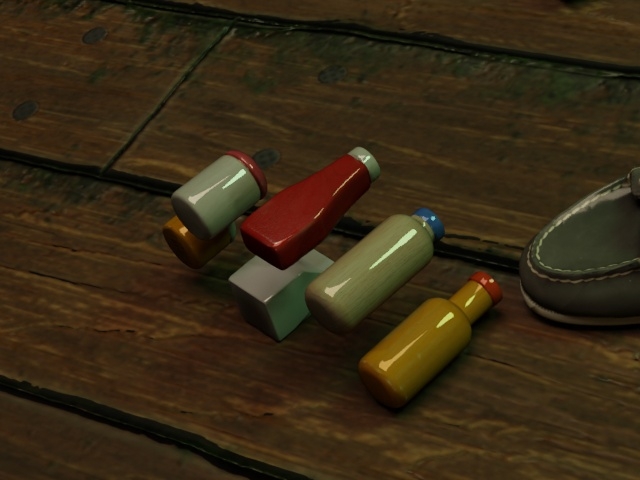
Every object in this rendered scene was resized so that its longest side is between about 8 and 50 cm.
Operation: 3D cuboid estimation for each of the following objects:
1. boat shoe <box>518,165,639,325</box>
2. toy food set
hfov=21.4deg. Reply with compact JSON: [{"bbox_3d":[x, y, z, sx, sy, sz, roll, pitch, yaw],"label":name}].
[{"bbox_3d":[0.279,-0.032,1.030,0.335,0.095,0.112,-11,42,12],"label":"boat shoe"},{"bbox_3d":[0.000,0.000,1.103,0.104,0.111,0.232,-40,46,-22],"label":"toy food set"}]
